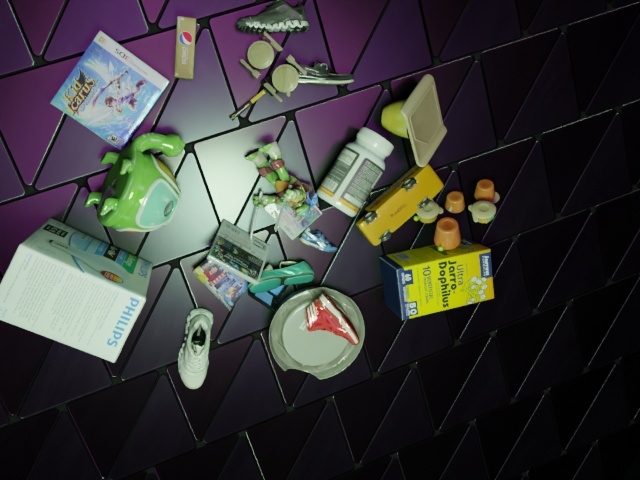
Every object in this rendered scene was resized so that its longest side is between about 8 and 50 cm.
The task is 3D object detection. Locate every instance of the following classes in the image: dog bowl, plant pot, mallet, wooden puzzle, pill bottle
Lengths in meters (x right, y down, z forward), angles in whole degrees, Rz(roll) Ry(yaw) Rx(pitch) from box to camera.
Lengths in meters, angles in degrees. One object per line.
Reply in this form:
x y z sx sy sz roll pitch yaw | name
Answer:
-0.020 0.324 2.047 0.349 0.102 0.348 -3 102 -13 | dog bowl
0.264 -0.422 1.939 0.095 0.134 0.134 9 102 18 | plant pot
-0.227 -0.467 1.854 0.190 0.039 0.062 -32 107 0 | mallet
0.348 -0.406 1.921 0.221 0.044 0.238 -55 135 -30 | wooden puzzle
0.120 -0.233 1.920 0.162 0.162 0.278 32 94 -18 | pill bottle

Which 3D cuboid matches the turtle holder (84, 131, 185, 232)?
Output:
-0.557 -0.175 1.756 0.227 0.243 0.320 23 67 -39 | turtle holder

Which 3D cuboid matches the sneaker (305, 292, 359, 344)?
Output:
0.031 0.299 1.969 0.128 0.087 0.221 -37 96 6 | sneaker

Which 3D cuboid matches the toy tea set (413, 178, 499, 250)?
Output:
0.518 -0.088 2.062 0.336 0.200 0.124 -23 140 -7 | toy tea set

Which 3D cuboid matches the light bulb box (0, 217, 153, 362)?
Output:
-0.725 0.139 1.703 0.361 0.358 0.225 27 97 -19 | light bulb box

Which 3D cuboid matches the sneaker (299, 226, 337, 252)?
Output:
0.000 0.000 2.003 0.144 0.053 0.059 22 95 -18 | sneaker

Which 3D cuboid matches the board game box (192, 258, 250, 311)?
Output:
-0.304 0.108 1.952 0.194 0.060 0.194 -40 108 -3 | board game box

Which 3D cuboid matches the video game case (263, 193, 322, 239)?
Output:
-0.096 -0.105 1.974 0.143 0.019 0.157 -42 107 -2 | video game case

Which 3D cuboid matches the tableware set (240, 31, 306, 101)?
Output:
-0.148 -0.556 1.812 0.194 0.039 0.128 44 103 -3 | tableware set

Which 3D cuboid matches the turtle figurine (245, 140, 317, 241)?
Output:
-0.161 -0.165 1.842 0.275 0.198 0.266 -29 97 -7 | turtle figurine

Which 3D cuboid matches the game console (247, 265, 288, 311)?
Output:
-0.182 0.170 1.992 0.122 0.107 0.071 36 121 -18 | game console

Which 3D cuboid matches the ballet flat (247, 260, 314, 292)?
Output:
-0.145 0.121 1.975 0.247 0.087 0.083 -10 145 -24 | ballet flat

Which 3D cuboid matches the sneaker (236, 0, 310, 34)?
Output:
-0.152 -0.715 1.794 0.234 0.078 0.106 -6 98 -13 | sneaker

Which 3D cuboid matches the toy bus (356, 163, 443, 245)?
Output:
0.273 -0.132 1.996 0.333 0.130 0.108 -41 109 -2 | toy bus

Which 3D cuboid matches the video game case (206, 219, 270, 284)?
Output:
-0.272 0.039 1.901 0.190 0.173 0.022 31 134 -18 | video game case

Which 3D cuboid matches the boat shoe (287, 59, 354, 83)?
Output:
0.000 -0.553 1.860 0.233 0.084 0.079 3 102 -11 | boat shoe

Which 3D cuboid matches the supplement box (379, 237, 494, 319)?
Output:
0.420 0.134 2.059 0.357 0.195 0.194 -12 105 -11 | supplement box

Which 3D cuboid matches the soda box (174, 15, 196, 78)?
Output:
-0.422 -0.597 1.761 0.058 0.061 0.181 2 102 -15 | soda box

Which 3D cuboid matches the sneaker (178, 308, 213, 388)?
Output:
-0.433 0.388 1.957 0.110 0.118 0.292 4 103 -16 | sneaker

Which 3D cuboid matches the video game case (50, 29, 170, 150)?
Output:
-0.643 -0.457 1.742 0.244 0.061 0.269 35 93 -17 | video game case
